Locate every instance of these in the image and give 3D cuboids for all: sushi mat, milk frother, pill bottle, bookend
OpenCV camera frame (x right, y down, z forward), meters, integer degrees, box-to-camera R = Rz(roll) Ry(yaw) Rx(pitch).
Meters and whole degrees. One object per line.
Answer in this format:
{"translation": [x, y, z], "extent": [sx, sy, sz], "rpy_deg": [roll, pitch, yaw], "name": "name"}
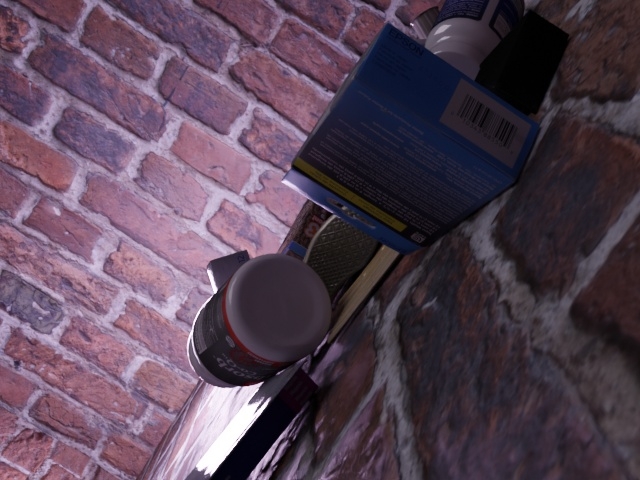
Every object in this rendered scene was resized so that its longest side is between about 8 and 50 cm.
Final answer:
{"translation": [0.107, 0.045, 1.492], "extent": [0.317, 0.019, 0.151], "rpy_deg": [-55, 8, 28], "name": "sushi mat"}
{"translation": [0.301, -0.508, 2.097], "extent": [0.129, 0.135, 0.143], "rpy_deg": [-27, -6, -27], "name": "milk frother"}
{"translation": [0.282, -0.378, 1.539], "extent": [0.153, 0.153, 0.265], "rpy_deg": [-50, 10, 52], "name": "pill bottle"}
{"translation": [0.280, -0.233, 1.233], "extent": [0.157, 0.072, 0.156], "rpy_deg": [-62, 6, -26], "name": "bookend"}
{"translation": [-0.138, 0.179, 1.657], "extent": [0.210, 0.210, 0.363], "rpy_deg": [-62, 10, -30], "name": "pill bottle"}

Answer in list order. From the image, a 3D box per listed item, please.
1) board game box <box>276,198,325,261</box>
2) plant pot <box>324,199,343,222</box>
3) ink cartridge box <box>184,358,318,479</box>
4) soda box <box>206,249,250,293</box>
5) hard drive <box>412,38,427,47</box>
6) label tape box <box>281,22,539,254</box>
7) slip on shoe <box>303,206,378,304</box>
{"translation": [0.000, 0.000, 1.976], "extent": [0.291, 0.141, 0.232], "rpy_deg": [-62, 7, -34], "name": "board game box"}
{"translation": [0.083, -0.089, 1.754], "extent": [0.167, 0.167, 0.165], "rpy_deg": [-53, 17, 42], "name": "plant pot"}
{"translation": [-0.139, 0.367, 1.428], "extent": [0.324, 0.071, 0.330], "rpy_deg": [-50, 3, -22], "name": "ink cartridge box"}
{"translation": [-0.183, 0.174, 1.960], "extent": [0.098, 0.286, 0.091], "rpy_deg": [-18, -6, -16], "name": "soda box"}
{"translation": [0.187, -0.305, 1.651], "extent": [0.307, 0.040, 0.203], "rpy_deg": [-19, -43, -52], "name": "hard drive"}
{"translation": [0.112, -0.124, 1.195], "extent": [0.115, 0.249, 0.347], "rpy_deg": [-61, 7, -24], "name": "label tape box"}
{"translation": [0.027, 0.042, 1.715], "extent": [0.331, 0.123, 0.101], "rpy_deg": [-60, 1, 30], "name": "slip on shoe"}
